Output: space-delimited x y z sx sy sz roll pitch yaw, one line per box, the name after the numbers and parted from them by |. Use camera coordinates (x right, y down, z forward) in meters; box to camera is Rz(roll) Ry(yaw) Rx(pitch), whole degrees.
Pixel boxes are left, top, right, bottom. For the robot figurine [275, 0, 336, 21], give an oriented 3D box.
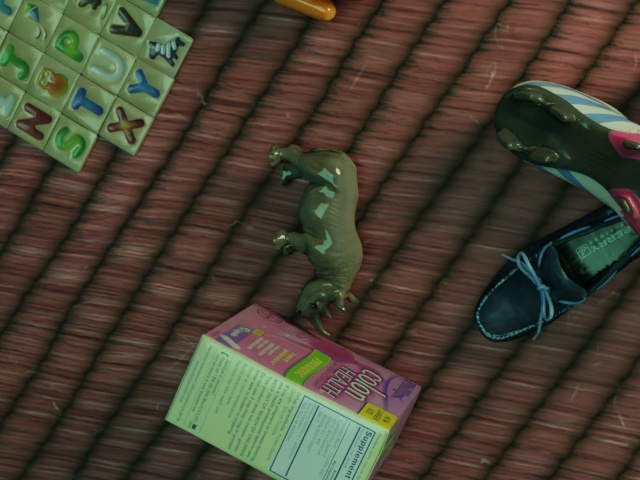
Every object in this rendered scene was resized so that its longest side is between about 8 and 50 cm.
0.001 -0.357 1.606 0.219 0.128 0.158 18 69 11 | robot figurine

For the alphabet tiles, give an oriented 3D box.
-0.343 -0.267 1.763 0.343 0.011 0.285 31 103 8 | alphabet tiles

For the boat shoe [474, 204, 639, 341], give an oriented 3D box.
0.282 0.027 1.605 0.258 0.089 0.109 -43 86 15 | boat shoe

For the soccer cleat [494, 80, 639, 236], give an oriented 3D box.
0.350 -0.086 1.523 0.331 0.143 0.116 36 117 22 | soccer cleat

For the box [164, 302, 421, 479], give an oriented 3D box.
-0.026 0.193 1.637 0.243 0.213 0.117 27 103 9 | box

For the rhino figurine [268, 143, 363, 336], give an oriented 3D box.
0.000 0.000 1.681 0.106 0.073 0.243 -1 98 17 | rhino figurine
